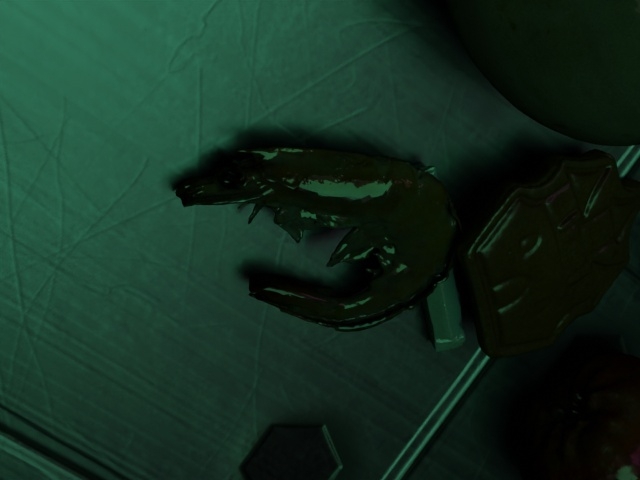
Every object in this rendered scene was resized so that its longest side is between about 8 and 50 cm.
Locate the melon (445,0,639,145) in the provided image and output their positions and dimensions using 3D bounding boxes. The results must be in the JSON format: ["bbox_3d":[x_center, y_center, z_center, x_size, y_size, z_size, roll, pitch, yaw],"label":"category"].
[{"bbox_3d":[0.235,-0.219,1.248,0.268,0.268,0.330,-31,122,-7],"label":"melon"}]

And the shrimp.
[{"bbox_3d":[0.000,-0.001,1.349,0.253,0.058,0.173,0,114,-11],"label":"shrimp"}]

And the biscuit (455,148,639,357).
[{"bbox_3d":[0.220,0.004,1.414,0.215,0.034,0.182,-33,128,-21],"label":"biscuit"}]

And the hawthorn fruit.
[{"bbox_3d":[0.285,0.212,1.457,0.179,0.179,0.200,-46,112,0],"label":"hawthorn fruit"}]

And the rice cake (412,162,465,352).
[{"bbox_3d":[0.105,0.015,1.409,0.042,0.030,0.180,-15,112,-8],"label":"rice cake"}]
